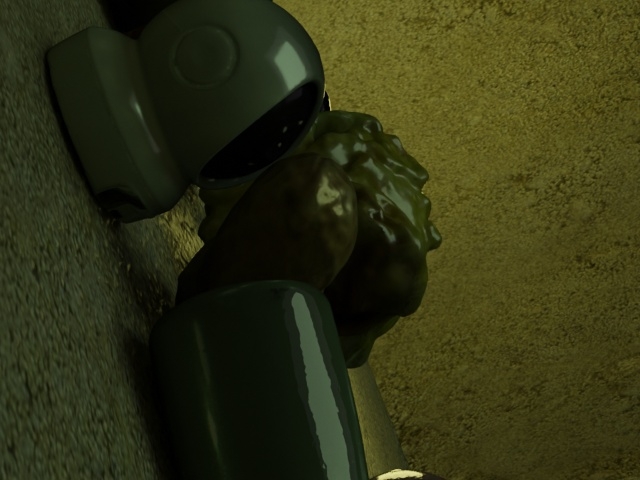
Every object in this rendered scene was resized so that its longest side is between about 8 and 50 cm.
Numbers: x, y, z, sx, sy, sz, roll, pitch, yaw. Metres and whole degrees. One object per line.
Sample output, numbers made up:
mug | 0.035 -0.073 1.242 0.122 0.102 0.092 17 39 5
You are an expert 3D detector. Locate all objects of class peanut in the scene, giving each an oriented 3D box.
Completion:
peanut | -0.055 0.025 1.360 0.305 0.147 0.147 126 -50 -58

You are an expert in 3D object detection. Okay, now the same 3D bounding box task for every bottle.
bottle | -0.033 0.213 1.181 0.168 0.168 0.347 60 13 -69

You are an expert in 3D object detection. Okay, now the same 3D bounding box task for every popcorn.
popcorn | -0.011 -0.007 1.660 0.312 0.312 0.312 -20 90 -86

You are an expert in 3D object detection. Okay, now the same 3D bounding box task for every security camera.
security camera | -0.114 -0.138 1.312 0.194 0.236 0.194 -21 90 -89

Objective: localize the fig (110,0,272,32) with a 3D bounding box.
fig | -0.176 -0.340 1.767 0.230 0.207 0.207 54 0 13

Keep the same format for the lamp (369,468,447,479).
lamp | 0.155 0.473 1.997 0.247 0.247 0.301 16 62 -82

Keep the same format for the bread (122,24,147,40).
bread | -0.171 -0.166 1.619 0.132 0.103 0.172 -111 -178 -83

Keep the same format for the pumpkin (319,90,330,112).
pumpkin | -0.093 -0.161 1.876 0.162 0.221 0.220 61 10 -51
